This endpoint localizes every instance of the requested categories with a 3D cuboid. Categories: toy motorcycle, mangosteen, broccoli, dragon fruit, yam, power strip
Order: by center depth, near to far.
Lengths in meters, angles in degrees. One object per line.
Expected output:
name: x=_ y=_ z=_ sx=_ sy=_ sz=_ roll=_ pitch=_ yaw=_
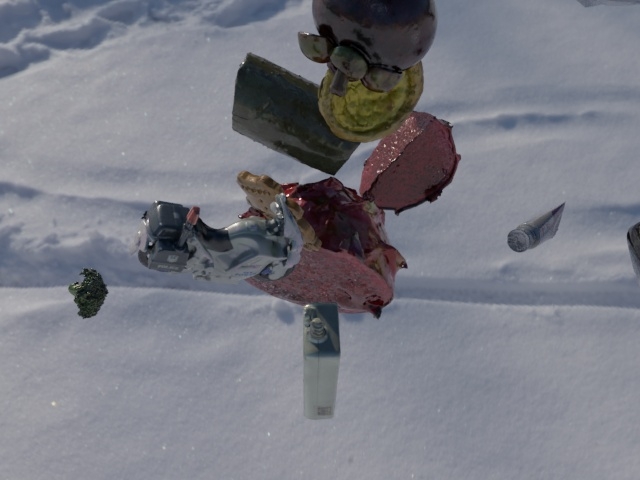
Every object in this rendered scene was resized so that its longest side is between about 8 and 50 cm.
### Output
toy motorcycle: x=-0.113 y=-0.001 z=0.762 sx=0.221 sy=0.150 sz=0.102 roll=8 pitch=49 yaw=-29
mangosteen: x=0.063 y=-0.296 z=0.866 sx=0.200 sy=0.199 sz=0.199 roll=-2 pitch=49 yaw=3
power strip: x=-0.001 y=0.205 z=1.027 sx=0.058 sy=0.338 sz=0.098 roll=0 pitch=56 yaw=-1
yam: x=-0.043 y=-0.236 z=1.194 sx=0.268 sy=0.161 sz=0.161 roll=23 pitch=51 yaw=-6
dragon fruit: x=0.000 y=0.000 z=1.328 sx=0.371 sy=0.386 sz=0.249 roll=24 pitch=63 yaw=-21
dragon fruit: x=0.208 y=-0.169 z=1.409 sx=0.161 sy=0.274 sz=0.126 roll=30 pitch=28 yaw=-24
broccoli: x=-0.538 y=0.123 z=1.428 sx=0.092 sy=0.097 sz=0.095 roll=12 pitch=51 yaw=26

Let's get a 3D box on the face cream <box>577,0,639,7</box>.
face cream: x=0.595 y=-0.410 z=0.930 sx=0.385 sy=0.086 sz=0.136 roll=-5 pitch=9 yaw=31

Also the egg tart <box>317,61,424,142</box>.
egg tart: x=0.081 y=-0.256 z=1.026 sx=0.191 sy=0.191 sz=0.074 roll=-13 pitch=37 yaw=-7

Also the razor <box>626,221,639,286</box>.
razor: x=0.736 y=0.116 z=1.264 sx=0.114 sy=0.204 sz=0.349 roll=-24 pitch=39 yaw=18

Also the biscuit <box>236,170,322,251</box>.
biscuit: x=-0.073 y=-0.047 z=1.048 sx=0.133 sy=0.184 sz=0.027 roll=21 pitch=64 yaw=34

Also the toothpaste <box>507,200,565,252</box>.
toothpaste: x=0.620 y=-0.032 z=1.739 sx=0.073 sy=0.114 sz=0.299 roll=24 pitch=29 yaw=36
